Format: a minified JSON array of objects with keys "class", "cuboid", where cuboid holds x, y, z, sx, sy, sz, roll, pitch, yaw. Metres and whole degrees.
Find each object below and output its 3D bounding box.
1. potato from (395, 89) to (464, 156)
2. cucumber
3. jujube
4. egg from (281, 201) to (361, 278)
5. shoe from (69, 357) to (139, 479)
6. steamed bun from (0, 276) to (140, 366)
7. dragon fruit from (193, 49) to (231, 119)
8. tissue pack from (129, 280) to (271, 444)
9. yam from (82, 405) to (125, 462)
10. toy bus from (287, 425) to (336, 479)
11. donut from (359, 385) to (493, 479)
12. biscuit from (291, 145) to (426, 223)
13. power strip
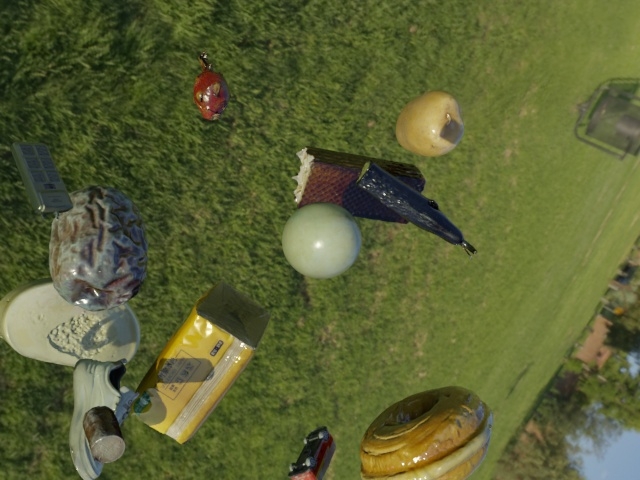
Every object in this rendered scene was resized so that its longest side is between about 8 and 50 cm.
[{"class":"potato","cuboid":[0.203,-0.215,0.993,0.109,0.178,0.118,3,102,-15]},{"class":"cucumber","cuboid":[0.114,-0.035,0.618,0.039,0.163,0.043,-53,-166,28]},{"class":"jujube","cuboid":[-0.541,0.011,1.323,0.226,0.317,0.226,-9,144,-6]},{"class":"egg","cuboid":[0.000,0.000,0.795,0.114,0.114,0.152,-49,-165,-14]},{"class":"shoe","cuboid":[-0.540,0.436,1.374,0.159,0.316,0.124,-14,148,-8]},{"class":"steamed bun","cuboid":[-0.889,0.271,1.927,0.456,0.371,0.290,20,81,-33]},{"class":"dragon fruit","cuboid":[-0.371,-0.524,1.795,0.125,0.246,0.125,-24,158,31]},{"class":"tissue pack","cuboid":[-0.346,0.348,1.584,0.382,0.228,0.293,-52,-176,14]},{"class":"yam","cuboid":[-0.492,0.436,1.216,0.079,0.141,0.079,-10,110,-29]},{"class":"toy bus","cuboid":[-0.015,0.587,1.452,0.079,0.077,0.174,-33,-172,30]},{"class":"donut","cuboid":[0.307,0.581,1.572,0.449,0.198,0.449,-26,178,-1]},{"class":"biscuit","cuboid":[0.069,-0.105,1.025,0.252,0.070,0.106,8,124,-17]},{"class":"power strip","cuboid":[-0.546,-0.118,1.059,0.028,0.169,0.076,-30,172,28]}]
